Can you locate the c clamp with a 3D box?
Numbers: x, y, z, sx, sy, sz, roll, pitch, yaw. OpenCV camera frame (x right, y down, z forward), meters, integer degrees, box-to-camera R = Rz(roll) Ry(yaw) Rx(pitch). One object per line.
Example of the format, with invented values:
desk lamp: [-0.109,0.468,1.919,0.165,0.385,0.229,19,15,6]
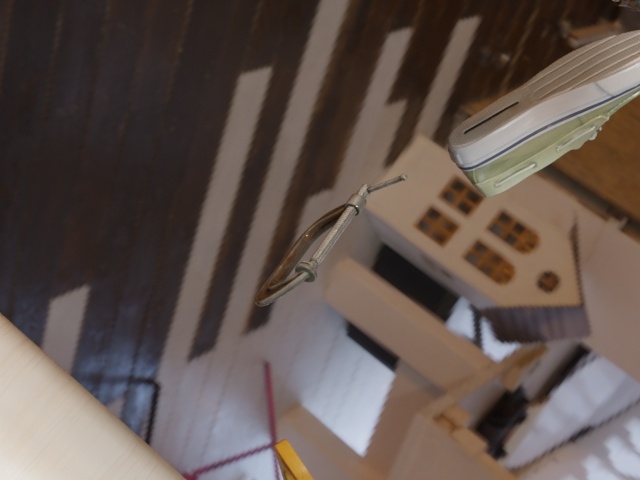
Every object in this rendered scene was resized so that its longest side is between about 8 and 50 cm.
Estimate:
c clamp: [0.000,0.000,1.127,0.137,0.022,0.161,-21,-154,53]

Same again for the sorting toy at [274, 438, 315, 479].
sorting toy: [0.079,0.269,0.788,0.047,0.348,0.196,-30,157,-15]

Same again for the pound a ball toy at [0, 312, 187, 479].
pound a ball toy: [-0.085,0.182,0.377,0.208,0.319,0.136,-48,-177,-13]

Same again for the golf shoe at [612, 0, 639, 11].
golf shoe: [0.126,-0.187,0.647,0.198,0.094,0.077,-117,-133,-70]

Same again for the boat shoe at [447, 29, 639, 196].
boat shoe: [0.307,-0.162,1.470,0.302,0.109,0.094,-27,120,13]
